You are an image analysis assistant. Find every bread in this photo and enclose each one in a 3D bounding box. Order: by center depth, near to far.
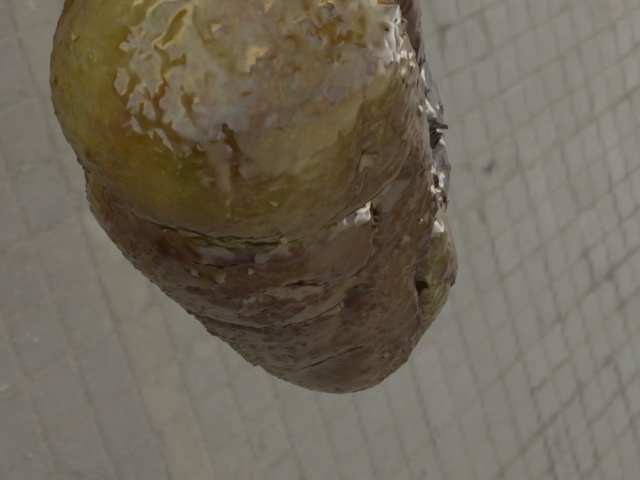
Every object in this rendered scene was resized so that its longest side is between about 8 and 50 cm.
[{"bbox_3d":[-0.001,-0.002,0.479,0.084,0.124,0.344,63,-1,23],"label":"bread"}]
